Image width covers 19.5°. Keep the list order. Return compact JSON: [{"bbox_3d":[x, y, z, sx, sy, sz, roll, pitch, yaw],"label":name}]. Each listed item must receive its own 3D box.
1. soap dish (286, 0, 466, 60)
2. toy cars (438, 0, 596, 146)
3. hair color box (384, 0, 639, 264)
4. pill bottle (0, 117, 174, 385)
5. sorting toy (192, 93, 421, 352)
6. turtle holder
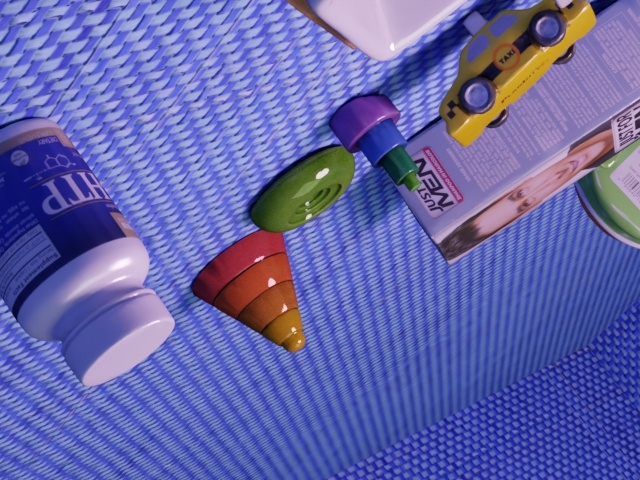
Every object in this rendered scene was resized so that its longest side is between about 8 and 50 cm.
[{"bbox_3d":[0.092,-0.268,1.331,0.291,0.118,0.229,-39,165,9],"label":"soap dish"},{"bbox_3d":[0.219,-0.247,1.769,0.176,0.087,0.394,-30,162,-41],"label":"toy cars"},{"bbox_3d":[0.262,-0.132,2.122,0.374,0.114,0.185,-33,165,3],"label":"hair color box"},{"bbox_3d":[-0.195,0.011,1.402,0.112,0.187,0.112,-34,166,-10],"label":"pill bottle"},{"bbox_3d":[0.000,0.000,1.941,0.127,0.126,0.365,-22,160,-43],"label":"sorting toy"},{"bbox_3d":[0.454,-0.138,2.431,0.227,0.243,0.320,146,-39,-78],"label":"turtle holder"}]
